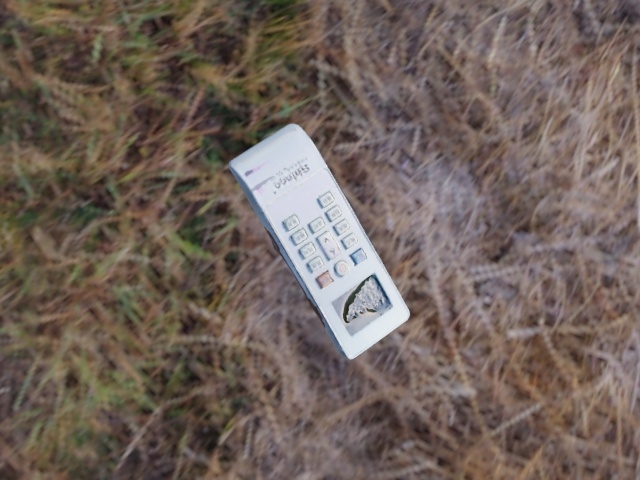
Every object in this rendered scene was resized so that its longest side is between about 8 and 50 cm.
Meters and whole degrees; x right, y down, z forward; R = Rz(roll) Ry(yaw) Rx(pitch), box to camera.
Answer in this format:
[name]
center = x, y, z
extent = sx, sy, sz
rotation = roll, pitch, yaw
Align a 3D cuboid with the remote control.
[remote control]
center = 0.000, 0.000, 1.081
extent = 0.166, 0.065, 0.029
rotation = 60, 158, -10
